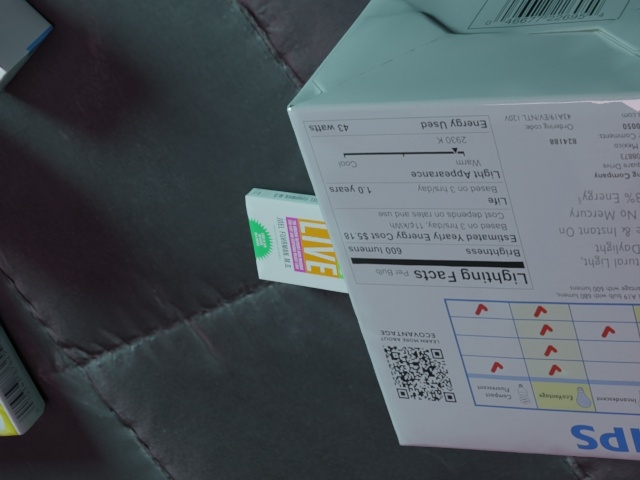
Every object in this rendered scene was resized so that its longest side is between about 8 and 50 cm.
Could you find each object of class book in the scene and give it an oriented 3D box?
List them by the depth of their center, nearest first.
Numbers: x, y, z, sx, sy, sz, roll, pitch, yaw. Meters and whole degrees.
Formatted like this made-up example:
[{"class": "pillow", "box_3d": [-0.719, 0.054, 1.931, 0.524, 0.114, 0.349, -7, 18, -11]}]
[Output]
[{"class": "book", "box_3d": [0.000, 0.000, 1.948, 0.144, 0.035, 0.096, 7, 124, 28]}]

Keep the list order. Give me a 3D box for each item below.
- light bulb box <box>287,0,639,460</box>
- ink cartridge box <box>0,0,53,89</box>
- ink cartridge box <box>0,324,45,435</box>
[{"class": "light bulb box", "box_3d": [0.212, -0.021, 1.667, 0.358, 0.225, 0.361, 1, 125, 30]}, {"class": "ink cartridge box", "box_3d": [-0.352, -0.182, 1.969, 0.090, 0.092, 0.143, 42, 136, -6]}, {"class": "ink cartridge box", "box_3d": [-0.511, 0.101, 2.303, 0.307, 0.072, 0.304, -9, 119, 33]}]
